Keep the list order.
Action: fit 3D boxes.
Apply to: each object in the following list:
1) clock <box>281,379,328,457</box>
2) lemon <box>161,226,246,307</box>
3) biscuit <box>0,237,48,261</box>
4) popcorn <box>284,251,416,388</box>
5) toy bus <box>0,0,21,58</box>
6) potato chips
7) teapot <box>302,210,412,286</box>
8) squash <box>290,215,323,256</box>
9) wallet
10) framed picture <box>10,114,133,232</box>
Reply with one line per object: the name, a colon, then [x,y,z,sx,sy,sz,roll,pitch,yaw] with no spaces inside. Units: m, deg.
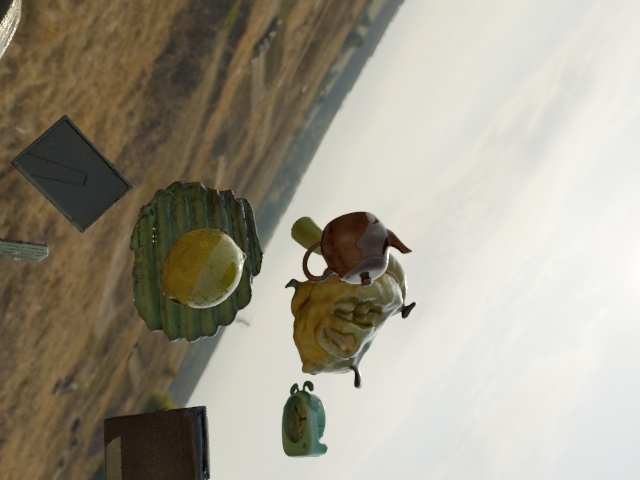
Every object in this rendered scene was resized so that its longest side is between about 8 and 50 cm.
clock: [-0.040,0.448,1.948,0.148,0.060,0.188,-23,-116,56]
lemon: [-0.267,0.064,1.747,0.206,0.173,0.173,-41,179,-15]
biscuit: [-0.800,0.022,1.958,0.121,0.199,0.040,-15,-111,58]
popcorn: [0.046,0.165,1.765,0.297,0.281,0.316,-60,176,34]
toy bus: [-0.766,-0.479,1.466,0.177,0.365,0.202,-70,-168,-18]
potato chips: [-0.324,0.055,2.069,0.070,0.359,0.429,179,-92,-68]
teapot: [0.054,0.023,1.201,0.173,0.116,0.116,-18,-165,9]
squash: [0.000,0.000,2.404,0.224,0.094,0.094,32,-84,52]
wallet: [-0.335,0.460,1.596,0.071,0.262,0.220,19,62,-62]
framed picture: [-0.701,-0.187,2.202,0.209,0.281,0.019,-44,-166,-13]
